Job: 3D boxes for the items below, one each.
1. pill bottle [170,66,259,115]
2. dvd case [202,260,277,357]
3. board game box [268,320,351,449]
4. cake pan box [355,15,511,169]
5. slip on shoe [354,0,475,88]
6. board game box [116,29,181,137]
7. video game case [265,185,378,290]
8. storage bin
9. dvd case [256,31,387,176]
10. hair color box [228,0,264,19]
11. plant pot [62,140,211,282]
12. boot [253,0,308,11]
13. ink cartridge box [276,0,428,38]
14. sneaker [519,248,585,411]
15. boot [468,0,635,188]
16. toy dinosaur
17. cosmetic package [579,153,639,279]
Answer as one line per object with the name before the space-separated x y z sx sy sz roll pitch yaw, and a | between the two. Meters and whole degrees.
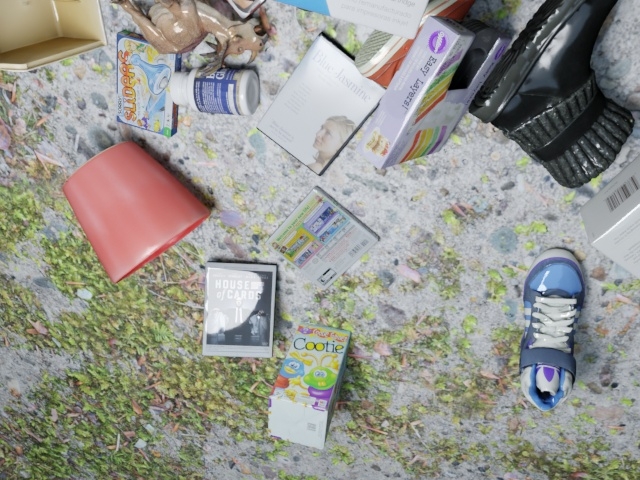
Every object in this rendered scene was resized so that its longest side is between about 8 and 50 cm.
pill bottle | -0.221 -0.313 1.144 0.169 0.094 0.094 7 122 11
dvd case | -0.204 0.175 1.387 0.179 0.029 0.239 3 94 -3
board game box | -0.023 0.355 1.382 0.142 0.275 0.144 11 123 10
cake pan box | 0.203 -0.263 0.964 0.070 0.246 0.267 42 124 18
slip on shoe | 0.207 -0.397 0.972 0.101 0.123 0.331 31 127 -30
board game box | -0.379 -0.342 1.207 0.136 0.035 0.201 17 123 5
video game case | 0.000 0.000 1.314 0.193 0.023 0.212 39 123 -9
storage bin | -0.559 -0.485 1.041 0.123 0.260 0.262 10 123 14
dvd case | 0.001 -0.275 1.147 0.180 0.022 0.253 37 123 -8
hair color box | -0.163 -0.504 1.043 0.072 0.043 0.141 -32 109 29
plant pot | -0.435 -0.076 1.264 0.275 0.275 0.243 -33 98 30
boot | -0.043 -0.532 0.971 0.283 0.109 0.220 10 106 0
ink cartridge box | 0.063 -0.527 0.752 0.285 0.166 0.395 13 132 -5
sneaker | 0.499 0.209 1.169 0.130 0.236 0.323 6 122 12
boot | 0.459 -0.284 0.947 0.260 0.131 0.348 31 120 -7
toy dinosaur | -0.272 -0.409 1.068 0.295 0.127 0.200 10 146 33
cosmetic package | 0.712 0.012 1.040 0.365 0.155 0.197 34 124 -7
